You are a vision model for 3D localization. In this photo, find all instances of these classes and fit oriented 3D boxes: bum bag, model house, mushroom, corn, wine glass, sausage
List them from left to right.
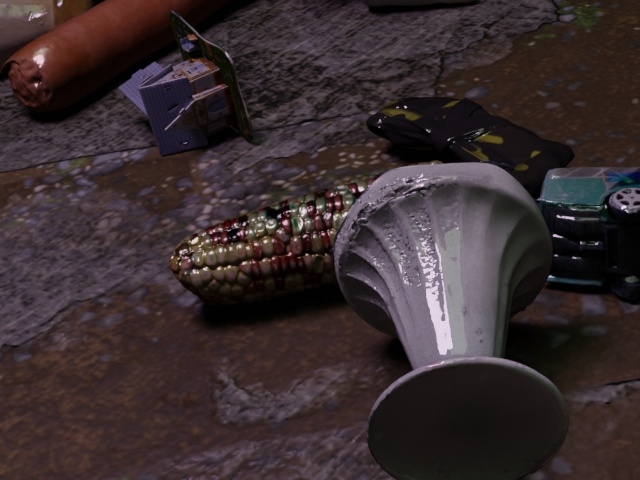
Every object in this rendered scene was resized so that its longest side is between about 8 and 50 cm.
[{"bbox_3d":[-0.457,-0.266,1.468,0.350,0.128,0.128,-8,33,-3],"label":"mushroom"},{"bbox_3d":[-0.217,-0.281,1.453,0.094,0.094,0.419,-7,28,47],"label":"sausage"},{"bbox_3d":[-0.153,-0.159,1.237,0.088,0.117,0.167,-27,40,-17],"label":"model house"},{"bbox_3d":[0.000,0.000,0.980,0.253,0.086,0.086,-16,34,-5],"label":"corn"},{"bbox_3d":[0.089,0.059,0.804,0.164,0.165,0.196,-6,37,7],"label":"wine glass"},{"bbox_3d":[0.138,-0.093,1.101,0.106,0.060,0.232,-19,35,-28],"label":"bum bag"}]

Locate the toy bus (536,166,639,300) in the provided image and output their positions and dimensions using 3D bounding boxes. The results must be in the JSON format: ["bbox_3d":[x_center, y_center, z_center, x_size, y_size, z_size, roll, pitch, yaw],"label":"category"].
[{"bbox_3d":[0.301,-0.013,0.913,0.261,0.091,0.109,1,28,14],"label":"toy bus"}]

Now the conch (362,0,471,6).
[{"bbox_3d":[0.108,-0.339,1.449,0.176,0.094,0.104,1,9,12],"label":"conch"}]
